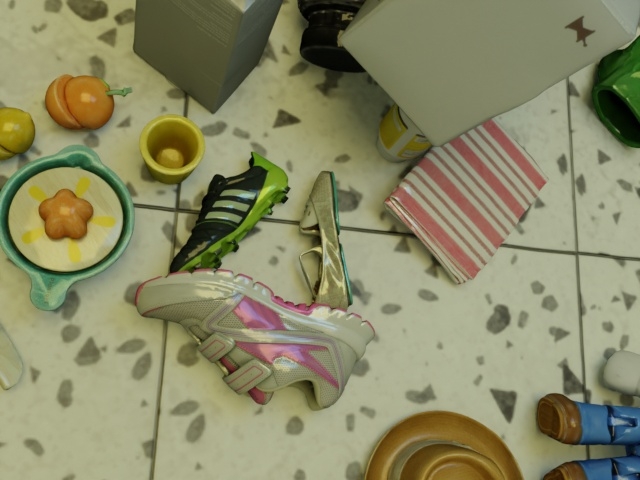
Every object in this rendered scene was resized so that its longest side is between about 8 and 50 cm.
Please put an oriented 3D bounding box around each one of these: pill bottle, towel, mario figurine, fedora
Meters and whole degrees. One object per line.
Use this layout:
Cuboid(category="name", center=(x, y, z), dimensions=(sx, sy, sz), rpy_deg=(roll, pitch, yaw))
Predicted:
Cuboid(category="pill bottle", center=(0.040, -0.319, 0.896), dimensions=(0.123, 0.123, 0.219), rpy_deg=(11, 87, -11))
Cuboid(category="towel", center=(0.179, -0.061, 0.913), dimensions=(0.144, 0.029, 0.197), rpy_deg=(47, 67, -10))
Cuboid(category="pill bottle", center=(0.105, -0.132, 0.875), dimensions=(0.065, 0.116, 0.065), rpy_deg=(4, 74, -14))
Cuboid(category="mario figurine", center=(0.412, 0.247, 0.873), dimensions=(0.321, 0.170, 0.198), rpy_deg=(1, 111, -4))
Cuboid(category="fedora", center=(0.145, 0.272, 0.797), dimensions=(0.195, 0.079, 0.194), rpy_deg=(4, 75, -14))

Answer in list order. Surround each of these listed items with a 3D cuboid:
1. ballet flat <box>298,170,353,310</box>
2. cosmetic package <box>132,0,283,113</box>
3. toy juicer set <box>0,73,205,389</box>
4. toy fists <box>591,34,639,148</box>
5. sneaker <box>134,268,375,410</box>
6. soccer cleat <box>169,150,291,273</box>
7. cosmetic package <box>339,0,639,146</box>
Cuboid(category="ballet flat", center=(0.000, 0.000, 0.847), dimensions=(0.053, 0.057, 0.168), rpy_deg=(-7, 77, -6))
Cuboid(category="cosmetic package", center=(-0.117, -0.245, 0.787), dimensions=(0.127, 0.238, 0.107), rpy_deg=(39, 72, -5))
Cuboid(category="toy juicer set", center=(-0.289, -0.043, 0.765), dimensions=(0.209, 0.089, 0.329), rpy_deg=(38, 70, -2))
Cuboid(category="toy fists", center=(0.391, -0.258, 0.997), dimensions=(0.142, 0.096, 0.279), rpy_deg=(-40, 89, -10))
Cuboid(category="sneaker", center=(-0.071, 0.106, 0.774), dimensions=(0.253, 0.103, 0.111), rpy_deg=(18, 70, -9))
Cuboid(category="soccer cleat", center=(-0.109, -0.027, 0.829), dimensions=(0.072, 0.060, 0.179), rpy_deg=(40, 63, 9))
Cuboid(category="cosmetic package", center=(0.220, -0.329, 0.814), dimensions=(0.161, 0.230, 0.453), rpy_deg=(44, 48, -18))
